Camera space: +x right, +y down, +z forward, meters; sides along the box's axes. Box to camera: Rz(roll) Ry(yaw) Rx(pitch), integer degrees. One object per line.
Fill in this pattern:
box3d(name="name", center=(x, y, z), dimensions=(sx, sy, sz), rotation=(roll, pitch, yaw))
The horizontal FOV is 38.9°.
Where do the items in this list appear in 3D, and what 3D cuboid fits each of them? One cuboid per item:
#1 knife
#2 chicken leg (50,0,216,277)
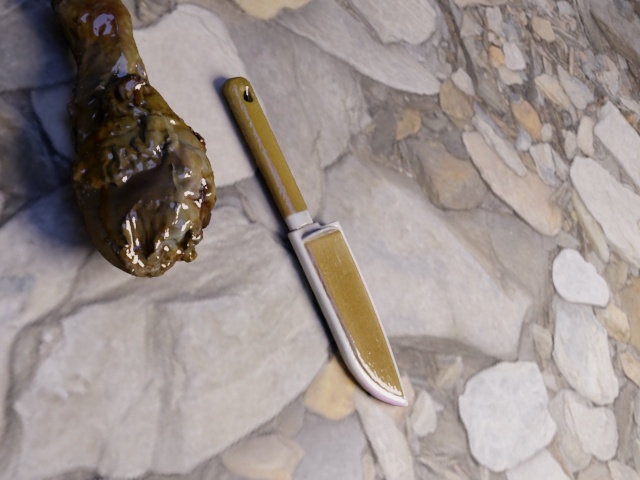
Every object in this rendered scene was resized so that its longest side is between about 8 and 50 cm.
box3d(name="knife", center=(0.001, 0.000, 0.622), dimensions=(0.046, 0.022, 0.256), rotation=(-21, 84, -46))
box3d(name="chicken leg", center=(-0.116, -0.071, 0.540), dimensions=(0.085, 0.069, 0.197), rotation=(-15, 72, -18))
